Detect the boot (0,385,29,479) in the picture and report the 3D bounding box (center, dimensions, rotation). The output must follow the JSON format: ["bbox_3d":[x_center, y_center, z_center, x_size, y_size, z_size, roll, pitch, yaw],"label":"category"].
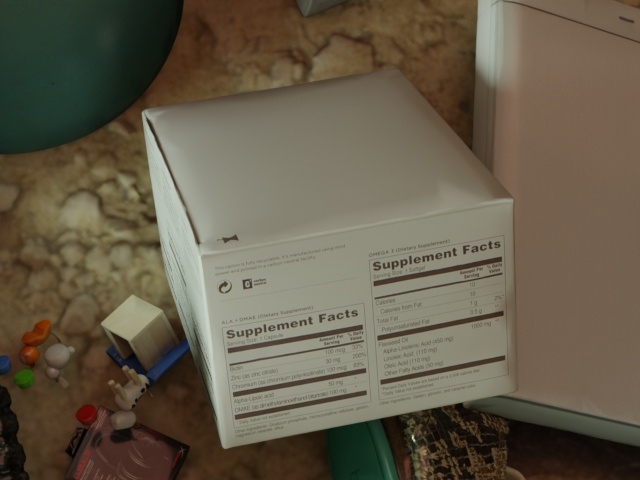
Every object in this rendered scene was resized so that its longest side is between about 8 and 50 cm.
[{"bbox_3d":[-0.291,0.092,1.021,0.131,0.260,0.348,-30,81,-14],"label":"boot"}]

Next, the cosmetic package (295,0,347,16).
[{"bbox_3d":[-0.008,-0.313,1.263,0.117,0.085,0.231,-22,80,-12],"label":"cosmetic package"}]

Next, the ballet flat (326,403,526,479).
[{"bbox_3d":[0.121,0.322,1.075,0.182,0.164,0.482,1,72,-24],"label":"ballet flat"}]

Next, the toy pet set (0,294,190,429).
[{"bbox_3d":[-0.160,0.098,1.143,0.122,0.065,0.114,23,57,42],"label":"toy pet set"}]

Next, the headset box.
[{"bbox_3d":[-0.148,0.165,1.138,0.083,0.032,0.062,26,73,-1],"label":"headset box"}]

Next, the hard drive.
[{"bbox_3d":[0.224,-0.023,1.177,0.233,0.047,0.353,14,65,-21],"label":"hard drive"}]

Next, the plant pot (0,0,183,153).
[{"bbox_3d":[-0.244,-0.241,1.134,0.293,0.235,0.293,2,74,-6],"label":"plant pot"}]

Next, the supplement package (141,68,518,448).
[{"bbox_3d":[0.000,0.000,1.068,0.204,0.262,0.145,-10,117,-10],"label":"supplement package"}]
